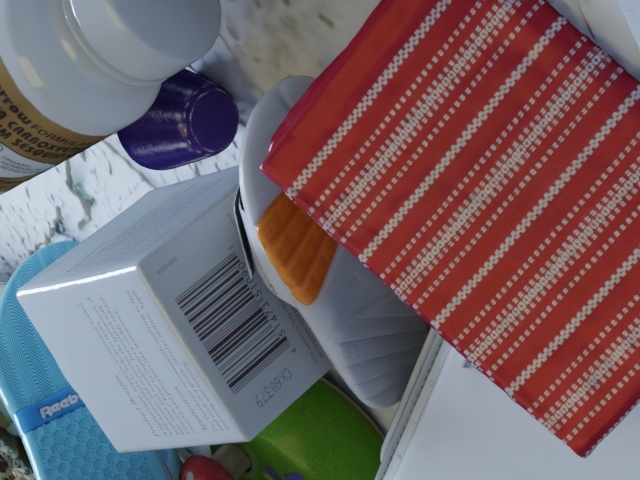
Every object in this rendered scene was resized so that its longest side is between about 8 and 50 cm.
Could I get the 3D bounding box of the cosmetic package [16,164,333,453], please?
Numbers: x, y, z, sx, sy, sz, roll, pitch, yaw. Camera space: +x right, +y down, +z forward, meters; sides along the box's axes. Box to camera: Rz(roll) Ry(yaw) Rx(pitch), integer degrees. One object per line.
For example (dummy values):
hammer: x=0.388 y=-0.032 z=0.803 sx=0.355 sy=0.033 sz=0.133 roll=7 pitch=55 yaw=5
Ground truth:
cosmetic package: x=-0.091 y=0.050 z=1.431 sx=0.183 sy=0.151 sz=0.151 roll=-11 pitch=114 yaw=53

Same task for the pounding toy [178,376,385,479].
pounding toy: x=-0.036 y=0.212 z=1.555 sx=0.183 sy=0.110 sz=0.237 roll=22 pitch=139 yaw=29

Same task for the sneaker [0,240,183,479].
sneaker: x=-0.171 y=0.170 z=1.632 sx=0.208 sy=0.127 sz=0.319 roll=63 pitch=-170 yaw=-59

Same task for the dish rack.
dish rack: x=0.167 y=0.166 z=1.284 sx=0.285 sy=0.072 sz=0.333 roll=34 pitch=140 yaw=14

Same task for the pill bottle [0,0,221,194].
pill bottle: x=-0.179 y=-0.123 z=1.314 sx=0.229 sy=0.131 sz=0.131 roll=-24 pitch=104 yaw=40

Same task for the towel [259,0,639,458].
towel: x=0.113 y=-0.031 z=1.152 sx=0.275 sy=0.031 sz=0.199 roll=43 pitch=115 yaw=10

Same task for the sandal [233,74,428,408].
sandal: x=-0.007 y=0.007 z=1.339 sx=0.076 sy=0.102 sz=0.265 roll=19 pitch=141 yaw=46

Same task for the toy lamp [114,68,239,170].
toy lamp: x=-0.164 y=-0.095 z=1.444 sx=0.274 sy=0.080 sz=0.080 roll=10 pitch=130 yaw=46

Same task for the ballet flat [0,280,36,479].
ballet flat: x=-0.250 y=0.151 z=1.750 sx=0.483 sy=0.164 sz=0.182 roll=47 pitch=125 yaw=-5

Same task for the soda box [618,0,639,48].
soda box: x=0.194 y=-0.135 z=0.983 sx=0.069 sy=0.074 sz=0.216 roll=-4 pitch=120 yaw=51
